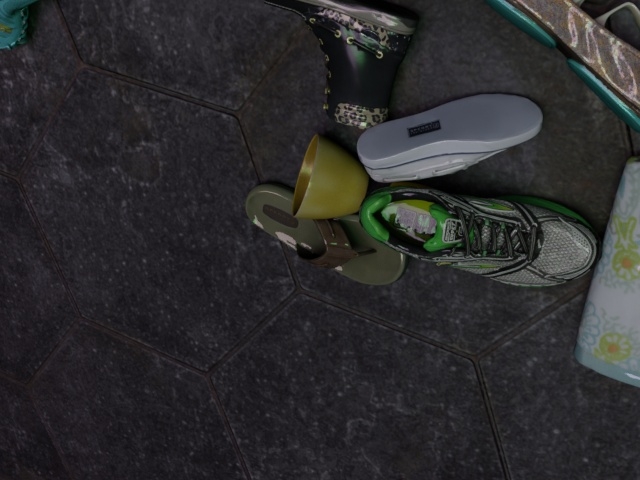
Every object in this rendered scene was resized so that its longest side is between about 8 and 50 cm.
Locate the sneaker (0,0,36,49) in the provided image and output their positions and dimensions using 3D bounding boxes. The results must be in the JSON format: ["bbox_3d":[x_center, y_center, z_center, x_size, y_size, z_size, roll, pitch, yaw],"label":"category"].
[{"bbox_3d":[-0.562,-0.404,1.223,0.275,0.107,0.110,-14,126,35],"label":"sneaker"}]

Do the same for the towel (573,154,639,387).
[{"bbox_3d":[0.557,0.076,0.894,0.375,0.090,0.320,15,115,20],"label":"towel"}]

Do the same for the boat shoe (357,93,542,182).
[{"bbox_3d":[0.185,-0.140,0.978,0.258,0.095,0.084,-6,147,18],"label":"boat shoe"}]

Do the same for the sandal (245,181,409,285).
[{"bbox_3d":[-0.001,0.001,1.127,0.303,0.086,0.120,21,121,16],"label":"sandal"}]

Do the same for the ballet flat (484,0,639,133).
[{"bbox_3d":[0.326,-0.268,0.848,0.316,0.107,0.106,40,105,-2],"label":"ballet flat"}]

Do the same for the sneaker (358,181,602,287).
[{"bbox_3d":[0.215,-0.001,0.964,0.344,0.146,0.134,9,100,14],"label":"sneaker"}]

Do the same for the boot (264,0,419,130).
[{"bbox_3d":[0.012,-0.271,0.996,0.236,0.085,0.178,21,123,16],"label":"boot"}]

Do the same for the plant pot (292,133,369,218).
[{"bbox_3d":[0.020,-0.089,1.063,0.095,0.134,0.134,15,122,-10],"label":"plant pot"}]
